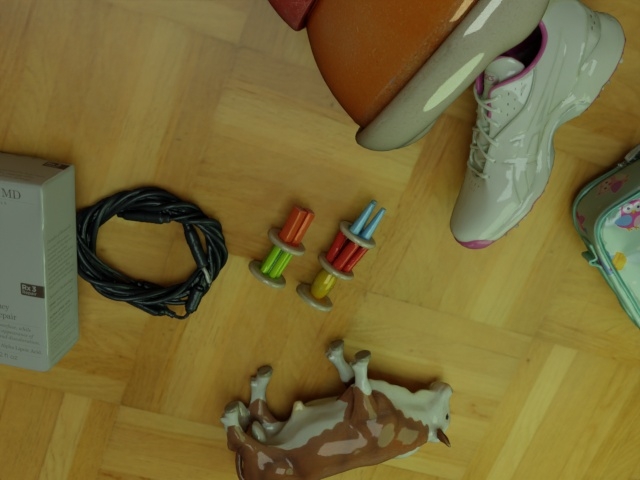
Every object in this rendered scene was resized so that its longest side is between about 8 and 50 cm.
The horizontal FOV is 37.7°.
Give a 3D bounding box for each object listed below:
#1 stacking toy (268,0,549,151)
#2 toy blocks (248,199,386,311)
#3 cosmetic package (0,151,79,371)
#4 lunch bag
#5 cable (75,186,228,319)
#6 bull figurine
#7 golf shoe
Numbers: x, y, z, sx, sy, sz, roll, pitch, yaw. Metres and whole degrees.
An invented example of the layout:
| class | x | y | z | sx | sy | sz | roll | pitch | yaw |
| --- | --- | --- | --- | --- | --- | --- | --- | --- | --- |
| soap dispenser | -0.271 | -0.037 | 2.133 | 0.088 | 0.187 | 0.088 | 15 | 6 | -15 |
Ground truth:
| class | x | y | z | sx | sy | sz | roll | pitch | yaw |
| --- | --- | --- | --- | --- | --- | --- | --- | --- | --- |
| stacking toy | -0.002 | -0.348 | 0.877 | 0.480 | 0.350 | 0.351 | 39 | 105 | -6 |
| toy blocks | 0.000 | 0.000 | 1.136 | 0.123 | 0.054 | 0.148 | 27 | 108 | -19 |
| cosmetic package | -0.346 | 0.024 | 1.067 | 0.117 | 0.085 | 0.231 | 9 | 115 | 11 |
| lunch bag | 0.451 | 0.005 | 1.170 | 0.224 | 0.108 | 0.279 | -31 | 113 | 12 |
| cable | -0.204 | 0.010 | 1.117 | 0.184 | 0.047 | 0.151 | 31 | 107 | -19 |
| bull figurine | 0.023 | 0.234 | 1.223 | 0.310 | 0.101 | 0.188 | -23 | 111 | 1 |
| golf shoe | 0.212 | -0.138 | 1.063 | 0.140 | 0.115 | 0.306 | 22 | 102 | -29 |
